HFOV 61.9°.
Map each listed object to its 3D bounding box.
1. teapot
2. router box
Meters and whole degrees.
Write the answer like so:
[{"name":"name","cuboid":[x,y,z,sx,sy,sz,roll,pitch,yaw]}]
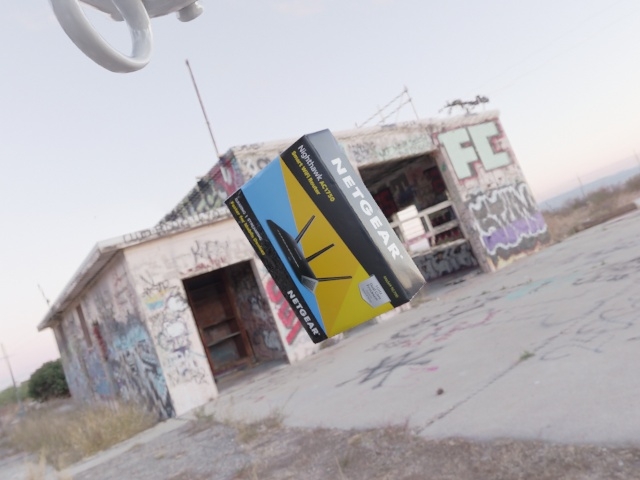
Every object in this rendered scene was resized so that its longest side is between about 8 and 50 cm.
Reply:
[{"name":"teapot","cuboid":[-0.172,-0.293,0.503,0.256,0.187,0.253,-41,41,-15]},{"name":"router box","cuboid":[0.000,0.000,0.530,0.133,0.178,0.046,-33,0,38]}]
